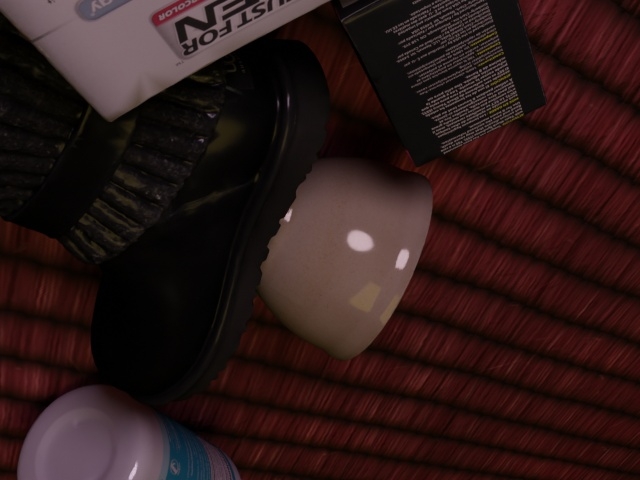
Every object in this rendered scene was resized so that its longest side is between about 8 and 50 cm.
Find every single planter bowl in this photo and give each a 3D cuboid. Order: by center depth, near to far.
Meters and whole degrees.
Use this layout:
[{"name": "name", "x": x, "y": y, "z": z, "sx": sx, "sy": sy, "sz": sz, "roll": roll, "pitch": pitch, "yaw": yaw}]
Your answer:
[{"name": "planter bowl", "x": 0.000, "y": 0.000, "z": 0.880, "sx": 0.109, "sy": 0.162, "sz": 0.162, "roll": 25, "pitch": 130, "yaw": -15}]

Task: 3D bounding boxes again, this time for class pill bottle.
[{"name": "pill bottle", "x": -0.171, "y": 0.252, "z": 1.128, "sx": 0.146, "sy": 0.146, "sz": 0.264, "roll": -27, "pitch": 145, "yaw": 10}]

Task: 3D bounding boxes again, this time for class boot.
[{"name": "boot", "x": -0.170, "y": -0.012, "z": 0.772, "sx": 0.260, "sy": 0.131, "sz": 0.348, "roll": -3, "pitch": 132, "yaw": -35}]

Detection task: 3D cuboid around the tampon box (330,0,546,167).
[{"name": "tampon box", "x": 0.063, "y": -0.150, "z": 0.716, "sx": 0.102, "sy": 0.120, "sz": 0.161, "roll": -25, "pitch": 145, "yaw": 6}]

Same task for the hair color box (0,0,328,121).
[{"name": "hair color box", "x": -0.109, "y": -0.222, "z": 0.453, "sx": 0.185, "sy": 0.113, "sz": 0.374, "roll": -27, "pitch": 148, "yaw": 7}]
